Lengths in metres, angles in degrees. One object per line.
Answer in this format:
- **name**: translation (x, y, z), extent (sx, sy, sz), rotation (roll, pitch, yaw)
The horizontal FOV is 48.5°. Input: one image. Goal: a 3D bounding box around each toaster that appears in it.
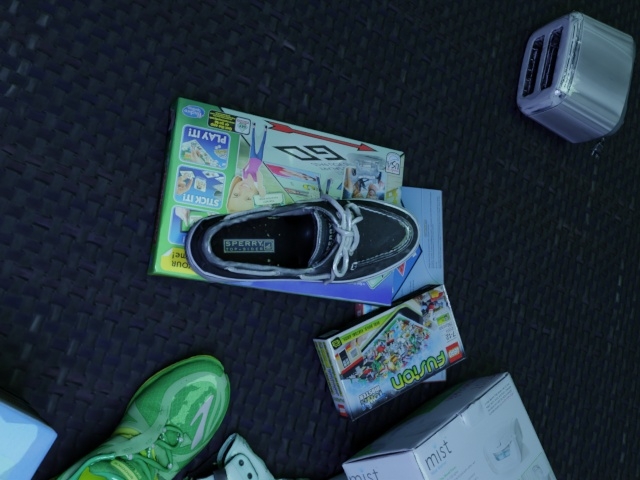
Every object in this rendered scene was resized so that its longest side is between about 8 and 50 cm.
- **toaster**: translation (0.417, -0.262, 1.172), extent (0.146, 0.129, 0.227), rotation (20, 77, -23)

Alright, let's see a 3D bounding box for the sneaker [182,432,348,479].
- **sneaker**: translation (-0.044, 0.295, 0.865), extent (0.255, 0.094, 0.151), rotation (-16, 90, -32)

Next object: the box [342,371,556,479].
- **box**: translation (0.188, 0.327, 0.913), extent (0.262, 0.126, 0.231), rotation (-19, 83, -49)

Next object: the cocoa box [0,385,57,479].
- **cocoa box**: translation (-0.438, 0.164, 0.570), extent (0.347, 0.228, 0.231), rotation (36, 69, -22)

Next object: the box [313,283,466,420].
- **box**: translation (0.098, 0.146, 0.964), extent (0.207, 0.036, 0.114), rotation (-22, 96, -30)

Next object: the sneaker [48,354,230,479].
- **sneaker**: translation (-0.199, 0.245, 0.762), extent (0.295, 0.123, 0.109), rotation (-43, 106, -27)

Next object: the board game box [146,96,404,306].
- **board game box**: translation (-0.046, -0.040, 0.908), extent (0.317, 0.046, 0.214), rotation (10, 80, -24)

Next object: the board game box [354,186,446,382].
- **board game box**: translation (0.114, 0.063, 1.018), extent (0.145, 0.027, 0.281), rotation (3, 83, -31)

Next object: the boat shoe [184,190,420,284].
- **boat shoe**: translation (-0.001, -0.004, 0.841), extent (0.306, 0.105, 0.113), rotation (2, 84, -24)
